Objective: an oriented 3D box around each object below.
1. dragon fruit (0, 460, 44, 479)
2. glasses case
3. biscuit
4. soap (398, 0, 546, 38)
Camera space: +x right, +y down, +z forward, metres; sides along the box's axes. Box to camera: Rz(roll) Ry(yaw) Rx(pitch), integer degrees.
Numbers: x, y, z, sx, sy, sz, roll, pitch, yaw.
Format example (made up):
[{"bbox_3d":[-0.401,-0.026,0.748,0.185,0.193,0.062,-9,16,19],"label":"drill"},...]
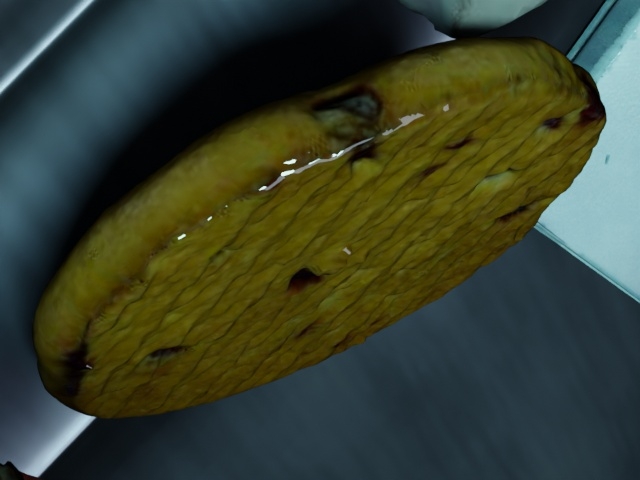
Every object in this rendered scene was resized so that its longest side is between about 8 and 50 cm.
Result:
[{"bbox_3d":[-0.126,0.147,0.396,0.233,0.293,0.234,2,90,-65],"label":"dragon fruit"},{"bbox_3d":[0.179,-0.107,0.647,0.105,0.056,0.266,34,95,-25],"label":"glasses case"},{"bbox_3d":[0.000,0.000,0.509,0.212,0.036,0.212,-24,162,-8],"label":"biscuit"},{"bbox_3d":[0.098,-0.246,0.418,0.285,0.107,0.296,-34,136,-18],"label":"soap"}]
